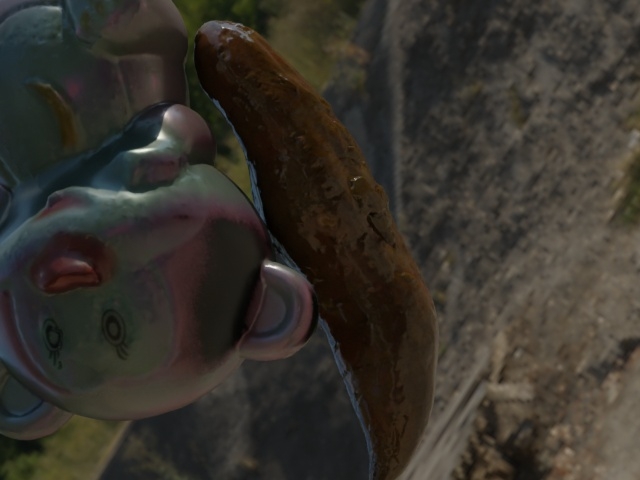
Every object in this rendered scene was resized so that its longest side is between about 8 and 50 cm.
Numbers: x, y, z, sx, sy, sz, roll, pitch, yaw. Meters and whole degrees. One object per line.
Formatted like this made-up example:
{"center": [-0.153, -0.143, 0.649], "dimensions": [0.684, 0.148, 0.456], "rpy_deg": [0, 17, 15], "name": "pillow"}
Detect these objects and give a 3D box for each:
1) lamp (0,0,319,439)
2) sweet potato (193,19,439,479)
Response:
{"center": [-0.148, -0.019, 0.959], "dimensions": [0.247, 0.301, 0.247], "rpy_deg": [-20, -12, 5], "name": "lamp"}
{"center": [0.013, -0.001, 0.962], "dimensions": [0.106, 0.355, 0.095], "rpy_deg": [-21, -3, -32], "name": "sweet potato"}
